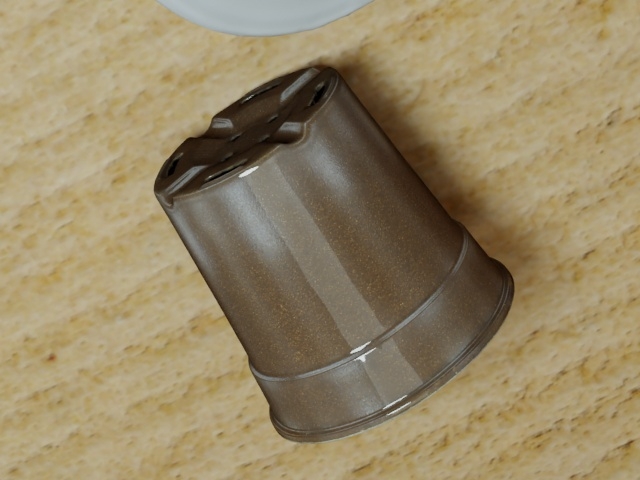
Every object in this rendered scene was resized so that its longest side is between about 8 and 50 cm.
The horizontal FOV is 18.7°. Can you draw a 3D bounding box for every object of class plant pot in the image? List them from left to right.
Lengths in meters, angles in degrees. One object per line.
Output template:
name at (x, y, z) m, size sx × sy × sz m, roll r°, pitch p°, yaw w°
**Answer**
plant pot at (0.000, 0.000, 1.116) m, size 0.167 × 0.167 × 0.165 m, roll -30°, pitch 110°, yaw 10°

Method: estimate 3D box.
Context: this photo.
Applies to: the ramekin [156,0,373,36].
ramekin at (-0.028, -0.246, 0.932) m, size 0.273 × 0.127 × 0.273 m, roll -26°, pitch 137°, yaw -27°
